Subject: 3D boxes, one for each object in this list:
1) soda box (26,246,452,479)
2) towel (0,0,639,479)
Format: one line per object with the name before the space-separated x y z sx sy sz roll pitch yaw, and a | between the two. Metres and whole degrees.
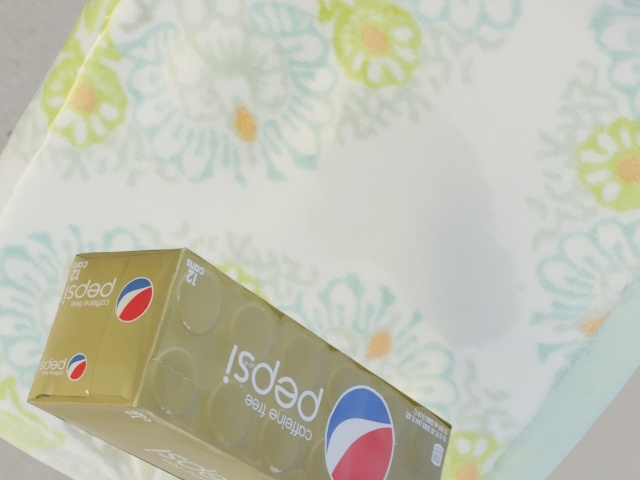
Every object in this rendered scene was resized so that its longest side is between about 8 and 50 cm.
soda box | -0.024 0.068 0.567 0.181 0.058 0.061 36 61 -43
towel | 0.000 0.000 0.729 0.374 0.321 0.090 -56 -175 19
